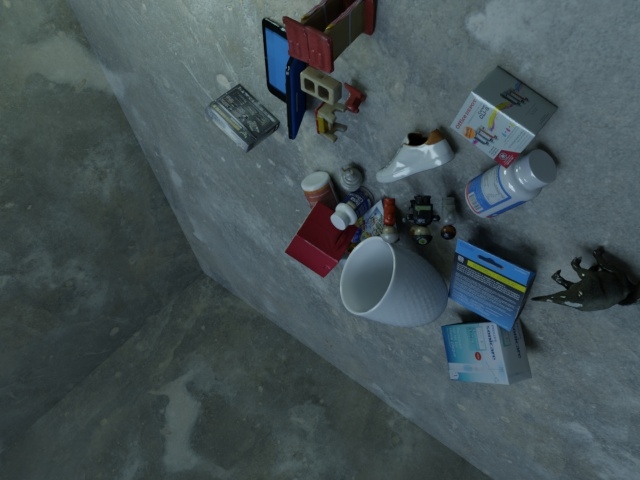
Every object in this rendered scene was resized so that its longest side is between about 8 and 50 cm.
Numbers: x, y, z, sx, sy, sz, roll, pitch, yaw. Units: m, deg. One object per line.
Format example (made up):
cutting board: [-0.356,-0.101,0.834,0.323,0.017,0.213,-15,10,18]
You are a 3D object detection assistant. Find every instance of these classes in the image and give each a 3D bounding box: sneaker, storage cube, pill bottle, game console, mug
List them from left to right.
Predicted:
game console: [-0.138,-0.529,1.520,0.173,0.250,0.293,11,146,7]
storage cube: [0.000,0.000,1.793,0.193,0.184,0.215,33,151,-4]
pill bottle: [0.012,-0.160,1.859,0.121,0.121,0.216,17,141,43]
pill bottle: [0.116,-0.118,1.718,0.094,0.169,0.094,33,151,21]
mug: [0.259,0.151,1.653,0.327,0.277,0.374,22,-172,-31]
sneaker: [0.269,-0.263,1.401,0.290,0.105,0.123,-15,107,51]
pill bottle: [0.495,-0.148,1.200,0.124,0.124,0.221,47,153,-4]

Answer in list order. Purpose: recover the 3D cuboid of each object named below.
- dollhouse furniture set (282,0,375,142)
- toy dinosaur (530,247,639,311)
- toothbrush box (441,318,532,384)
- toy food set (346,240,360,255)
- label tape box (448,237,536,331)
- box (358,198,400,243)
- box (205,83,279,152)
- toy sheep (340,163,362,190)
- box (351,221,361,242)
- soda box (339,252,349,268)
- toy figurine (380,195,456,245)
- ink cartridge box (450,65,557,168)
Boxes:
dollhouse furniture set: [0.032,-0.494,1.303,0.152,0.201,0.374,34,157,21]
toy dinosaur: [0.709,0.121,1.183,0.160,0.312,0.121,-108,15,-46]
toothbrush box: [0.608,0.410,1.709,0.295,0.126,0.217,-24,72,61]
toy food set: [0.071,-0.026,1.980,0.232,0.104,0.111,40,153,9]
label tape box: [0.558,0.118,1.497,0.240,0.106,0.334,30,149,30]
box: [0.212,-0.039,1.740,0.233,0.044,0.159,137,125,-63]
box: [-0.303,-0.479,1.792,0.231,0.183,0.056,43,153,3]
toy sheep: [0.111,-0.226,1.672,0.091,0.091,0.132,37,170,15]
box: [0.127,-0.056,1.854,0.081,0.028,0.136,101,157,-43]
soda box: [0.198,0.082,1.963,0.091,0.098,0.286,54,152,-17]
toy figurine: [0.314,-0.061,1.456,0.212,0.209,0.148,0,91,50]
ink cartridge box: [0.429,-0.292,1.088,0.176,0.127,0.128,40,153,11]
